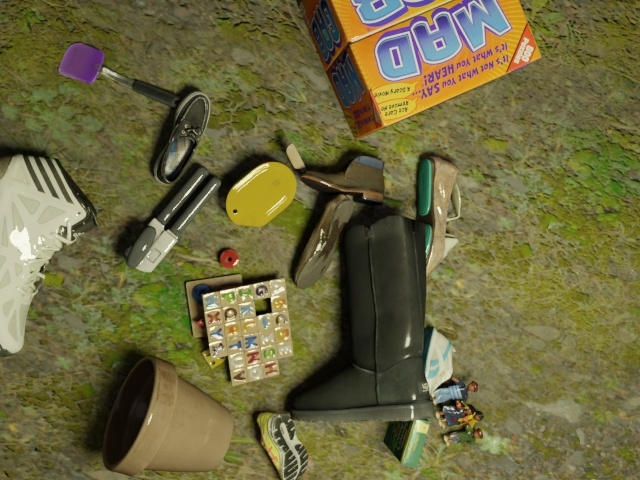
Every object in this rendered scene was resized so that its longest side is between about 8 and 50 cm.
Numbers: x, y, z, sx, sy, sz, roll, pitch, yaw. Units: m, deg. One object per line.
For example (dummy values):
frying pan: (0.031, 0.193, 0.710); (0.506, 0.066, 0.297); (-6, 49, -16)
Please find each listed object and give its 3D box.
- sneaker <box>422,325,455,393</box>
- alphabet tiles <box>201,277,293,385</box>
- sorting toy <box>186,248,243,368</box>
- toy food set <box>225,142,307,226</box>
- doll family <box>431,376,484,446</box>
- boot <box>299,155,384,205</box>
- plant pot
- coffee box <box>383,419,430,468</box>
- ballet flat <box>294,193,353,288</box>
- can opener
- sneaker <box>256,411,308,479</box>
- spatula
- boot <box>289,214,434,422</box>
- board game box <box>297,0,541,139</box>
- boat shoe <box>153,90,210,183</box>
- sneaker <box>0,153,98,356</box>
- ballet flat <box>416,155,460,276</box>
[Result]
sneaker: (0.258, 0.311, 1.886); (0.092, 0.087, 0.229); (38, 50, -15)
alphabet tiles: (-0.164, 0.217, 1.876); (0.198, 0.009, 0.237); (-11, 106, -19)
sorting toy: (-0.239, 0.163, 1.883); (0.132, 0.046, 0.275); (-8, 94, -7)
toy food set: (-0.130, -0.126, 1.880); (0.218, 0.071, 0.128); (-38, 120, -2)
doll family: (0.338, 0.411, 1.934); (0.111, 0.076, 0.193); (-14, 126, 13)
boot: (0.056, -0.157, 1.885); (0.219, 0.082, 0.106); (15, 80, -27)
plant pot: (-0.326, 0.412, 1.801); (0.229, 0.263, 0.263); (24, 89, -25)
coffee box: (0.199, 0.448, 1.879); (0.040, 0.184, 0.113); (18, 90, -8)
ballet flat: (0.000, 0.000, 1.884); (0.084, 0.058, 0.250); (4, 118, -47)
can opener: (-0.337, -0.046, 1.837); (0.076, 0.095, 0.283); (40, 88, -8)
sneaker: (-0.095, 0.487, 1.905); (0.081, 0.094, 0.209); (-30, 118, -39)
spatula: (-0.448, -0.366, 1.842); (0.296, 0.030, 0.084); (22, 87, -7)
boot: (0.081, 0.186, 1.855); (0.367, 0.146, 0.445); (-10, 80, 31)
board game box: (0.194, -0.463, 1.754); (0.356, 0.356, 0.356); (-24, 95, -5)
boat shoe: (-0.309, -0.231, 1.831); (0.080, 0.076, 0.228); (29, 90, -31)
sneaker: (-0.619, 0.028, 1.768); (0.257, 0.169, 0.448); (-3, 90, -5)
ballet flat: (0.279, -0.040, 1.914); (0.106, 0.107, 0.316); (8, 92, -21)
